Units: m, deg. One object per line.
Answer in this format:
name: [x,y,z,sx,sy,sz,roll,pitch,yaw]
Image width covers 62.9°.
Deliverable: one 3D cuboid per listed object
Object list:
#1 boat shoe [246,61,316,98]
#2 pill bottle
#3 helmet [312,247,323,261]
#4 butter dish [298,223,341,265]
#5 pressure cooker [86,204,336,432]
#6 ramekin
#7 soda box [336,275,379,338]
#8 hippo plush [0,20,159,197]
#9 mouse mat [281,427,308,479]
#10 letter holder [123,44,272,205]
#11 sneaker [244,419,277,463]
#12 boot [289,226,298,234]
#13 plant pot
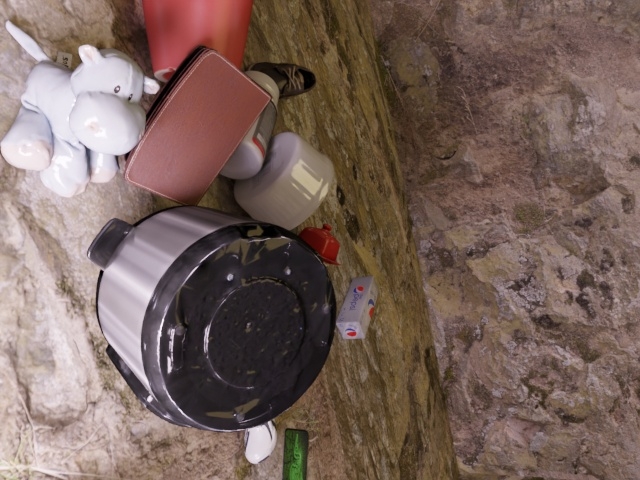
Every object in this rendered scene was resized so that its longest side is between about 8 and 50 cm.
boat shoe: [-0.120,-0.532,1.715,0.355,0.130,0.132,-43,121,-60]
pill bottle: [-0.207,-0.321,1.433,0.161,0.161,0.283,55,36,-44]
helmet: [-0.068,0.089,1.621,0.161,0.169,0.170,18,65,-41]
butter dish: [0.000,0.000,1.752,0.118,0.160,0.160,-62,150,0]
pressure cooker: [-0.218,0.121,1.007,0.375,0.420,0.370,-16,110,-34]
ramekin: [-0.111,-0.167,1.444,0.135,0.277,0.277,41,45,-34]
soda box: [0.154,0.265,2.097,0.286,0.098,0.091,-64,139,-51]
hippo plush: [-0.390,-0.233,0.931,0.234,0.236,0.294,21,64,-61]
mouse mat: [-0.076,0.676,1.596,0.152,0.007,0.190,38,50,-56]
letter holder: [-0.286,-0.249,1.073,0.302,0.152,0.214,-54,150,7]
sneaker: [-0.173,0.439,1.360,0.153,0.094,0.235,59,33,-37]
boot: [-0.113,-0.048,1.606,0.161,0.083,0.247,63,32,-45]
plant pot: [-0.289,-0.498,1.225,0.275,0.274,0.243,-5,99,-65]
